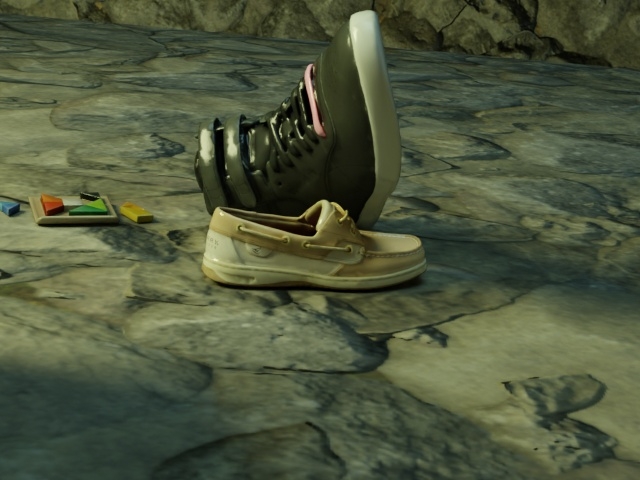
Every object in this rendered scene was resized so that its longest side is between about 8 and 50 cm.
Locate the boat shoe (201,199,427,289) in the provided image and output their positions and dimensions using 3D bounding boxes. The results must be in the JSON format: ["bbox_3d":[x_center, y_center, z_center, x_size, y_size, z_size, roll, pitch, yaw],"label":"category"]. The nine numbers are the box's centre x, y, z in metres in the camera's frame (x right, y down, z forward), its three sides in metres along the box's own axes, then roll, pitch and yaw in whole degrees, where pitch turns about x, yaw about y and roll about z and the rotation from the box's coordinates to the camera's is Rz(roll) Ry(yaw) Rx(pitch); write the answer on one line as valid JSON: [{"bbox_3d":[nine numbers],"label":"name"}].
[{"bbox_3d":[0.000,0.000,0.817,0.170,0.059,0.063,-1,17,-19],"label":"boat shoe"}]

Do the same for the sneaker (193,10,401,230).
[{"bbox_3d":[-0.023,-0.072,0.845,0.146,0.105,0.296,-4,-18,-5],"label":"sneaker"}]

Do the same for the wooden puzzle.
[{"bbox_3d":[-0.204,-0.028,0.935,0.116,0.014,0.078,-4,18,-27],"label":"wooden puzzle"}]
